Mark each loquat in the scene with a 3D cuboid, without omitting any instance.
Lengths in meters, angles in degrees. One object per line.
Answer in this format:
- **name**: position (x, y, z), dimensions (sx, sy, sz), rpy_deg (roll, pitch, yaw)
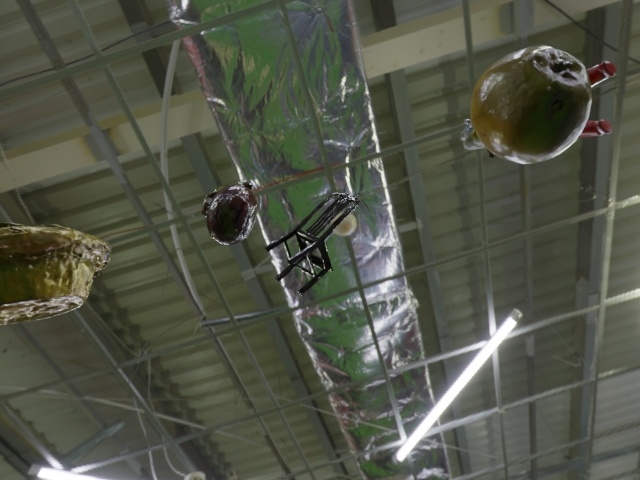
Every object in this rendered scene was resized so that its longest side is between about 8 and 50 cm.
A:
- **loquat**: position (0.393, -0.246, 0.838), dimensions (0.214, 0.213, 0.246), rpy_deg (-1, -25, -8)

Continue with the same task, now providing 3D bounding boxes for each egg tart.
- **egg tart**: position (-0.481, 0.064, 0.699), dimensions (0.289, 0.288, 0.118), rpy_deg (-19, -102, 2)

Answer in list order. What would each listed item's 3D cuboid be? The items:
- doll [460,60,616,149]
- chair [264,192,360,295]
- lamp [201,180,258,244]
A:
- **doll**: position (0.496, -0.294, 1.041), dimensions (0.099, 0.384, 0.188), rpy_deg (9, -97, -28)
- **chair**: position (0.000, 0.000, 0.870), dimensions (0.213, 0.084, 0.101), rpy_deg (-40, -43, -27)
- **lamp**: position (-0.231, -0.068, 1.075), dimensions (0.135, 0.157, 0.156), rpy_deg (18, -66, 2)
